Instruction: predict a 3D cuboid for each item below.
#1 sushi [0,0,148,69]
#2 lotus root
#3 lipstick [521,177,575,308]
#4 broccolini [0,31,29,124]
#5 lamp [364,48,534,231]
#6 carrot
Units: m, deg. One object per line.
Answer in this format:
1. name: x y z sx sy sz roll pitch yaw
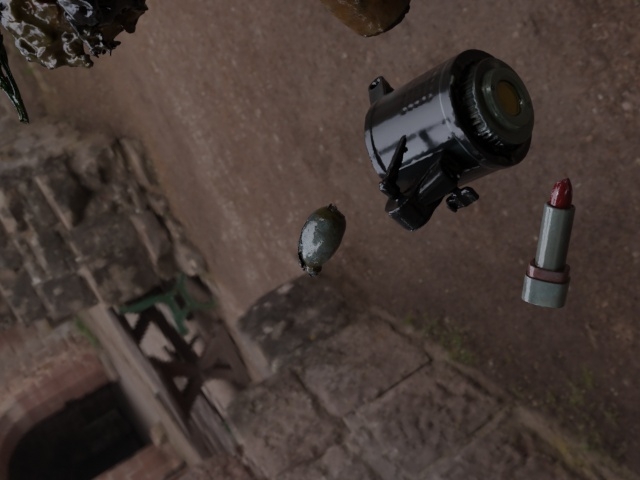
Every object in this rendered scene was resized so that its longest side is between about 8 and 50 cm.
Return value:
1. sushi: -0.336 -0.354 1.181 0.213 0.204 0.200 14 137 14
2. lotus root: -0.002 0.000 1.758 0.088 0.088 0.165 47 125 33
3. lipstick: 0.331 -0.002 1.243 0.063 0.057 0.186 12 112 18
4. broccolini: -0.612 -0.313 1.683 0.074 0.058 0.201 -14 98 51
5. lamp: 0.223 -0.199 1.492 0.205 0.272 0.374 40 -147 -25
6. carrot: -0.010 -0.313 0.943 0.263 0.102 0.102 25 -172 -40
